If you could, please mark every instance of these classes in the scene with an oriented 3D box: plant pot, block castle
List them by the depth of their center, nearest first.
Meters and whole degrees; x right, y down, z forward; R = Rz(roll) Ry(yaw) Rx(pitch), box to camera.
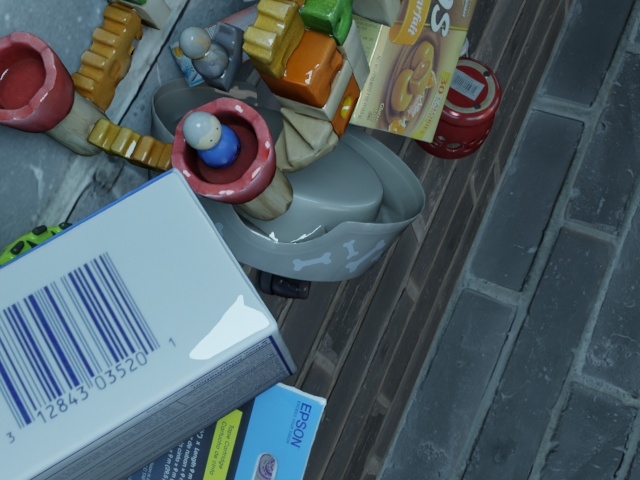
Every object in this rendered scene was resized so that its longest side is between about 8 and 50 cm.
[{"bbox_3d":[-0.094,-0.265,0.736,0.213,0.303,0.453,50,62,-73],"label":"block castle"},{"bbox_3d":[0.301,-0.299,1.771,0.174,0.191,0.191,97,18,-72],"label":"plant pot"}]

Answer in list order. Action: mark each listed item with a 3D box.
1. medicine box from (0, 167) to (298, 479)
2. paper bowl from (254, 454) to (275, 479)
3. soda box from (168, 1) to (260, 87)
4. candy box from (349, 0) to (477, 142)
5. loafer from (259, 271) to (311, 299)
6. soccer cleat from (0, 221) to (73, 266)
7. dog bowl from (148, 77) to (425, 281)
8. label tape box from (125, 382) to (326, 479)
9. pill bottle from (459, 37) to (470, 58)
[{"bbox_3d":[-0.173,0.106,0.676,0.264,0.149,0.289,-31,166,-7],"label":"medicine box"},{"bbox_3d":[-0.189,0.385,1.282,0.284,0.148,0.284,-49,150,-42],"label":"paper bowl"},{"bbox_3d":[-0.108,-0.257,1.009,0.183,0.063,0.058,-44,115,-48],"label":"soda box"},{"bbox_3d":[0.114,-0.299,1.036,0.183,0.088,0.316,4,106,-50],"label":"candy box"},{"bbox_3d":[0.000,0.000,1.477,0.302,0.095,0.109,-54,154,-36],"label":"loafer"},{"bbox_3d":[-0.316,0.064,0.810,0.121,0.093,0.289,-46,176,29],"label":"soccer cleat"},{"bbox_3d":[-0.050,-0.078,0.976,0.349,0.349,0.102,-29,148,-60],"label":"dog bowl"},{"bbox_3d":[-0.158,0.213,0.925,0.115,0.348,0.249,-17,124,-65],"label":"label tape box"},{"bbox_3d":[0.315,-0.447,1.882,0.078,0.078,0.137,-64,158,-15],"label":"pill bottle"}]
